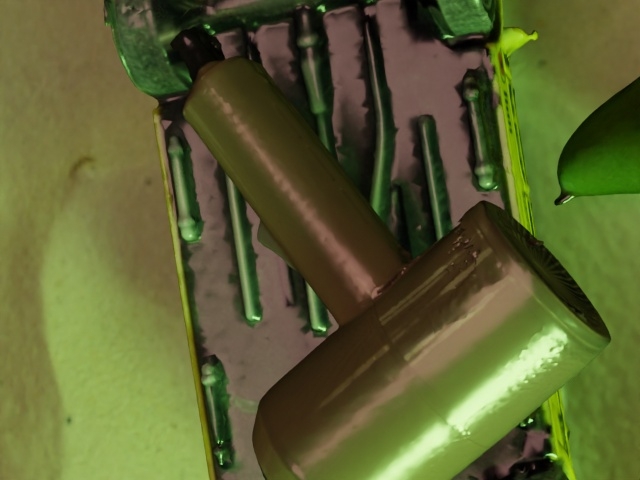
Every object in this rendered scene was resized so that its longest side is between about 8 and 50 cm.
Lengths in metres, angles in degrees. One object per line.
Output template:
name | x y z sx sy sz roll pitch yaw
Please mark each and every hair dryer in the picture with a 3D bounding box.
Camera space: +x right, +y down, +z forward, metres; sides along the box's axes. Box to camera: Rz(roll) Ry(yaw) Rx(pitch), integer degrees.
hair dryer | 0.000 0.000 0.578 0.117 0.064 0.181 -41 72 14

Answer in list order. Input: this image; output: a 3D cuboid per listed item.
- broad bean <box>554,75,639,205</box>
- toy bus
broad bean | 0.200 -0.078 0.658 0.254 0.046 0.065 -33 70 18
toy bus | 0.025 0.014 0.675 0.144 0.152 0.330 -9 87 17
